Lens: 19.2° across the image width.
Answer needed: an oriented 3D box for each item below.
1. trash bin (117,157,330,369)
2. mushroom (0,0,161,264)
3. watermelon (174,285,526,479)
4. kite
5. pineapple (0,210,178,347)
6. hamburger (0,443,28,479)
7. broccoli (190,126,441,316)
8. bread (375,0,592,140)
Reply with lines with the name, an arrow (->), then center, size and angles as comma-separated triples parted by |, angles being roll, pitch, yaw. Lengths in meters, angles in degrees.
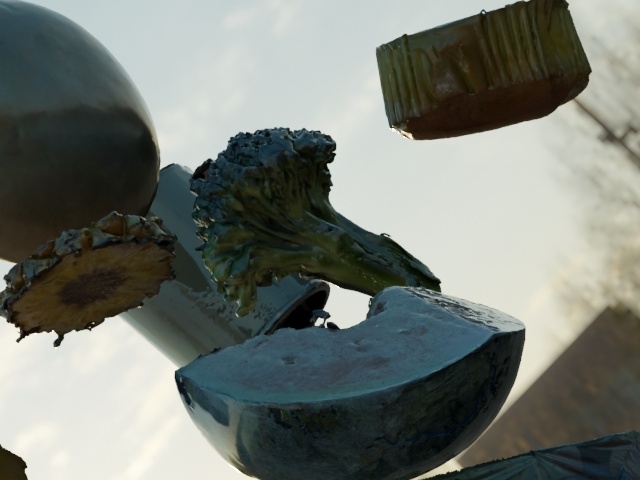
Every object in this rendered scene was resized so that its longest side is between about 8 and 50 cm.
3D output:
trash bin -> -0.151, 0.060, 2.499 | 0.277, 0.262, 0.217 | -53, -13, 5
mushroom -> -0.371, -0.107, 2.224 | 0.294, 0.362, 0.362 | -48, -12, 33
watermelon -> 0.058, 0.157, 1.648 | 0.322, 0.188, 0.175 | -20, -64, -23
kite -> 0.217, 0.274, 1.587 | 0.314, 0.335, 0.011 | -55, -11, -37
pineapple -> -0.244, 0.039, 1.961 | 0.221, 0.047, 0.221 | -22, -23, -10
hamburger -> -0.414, 0.276, 1.752 | 0.276, 0.276, 0.237 | -38, 29, -31
broccoli -> -0.015, 0.005, 1.934 | 0.198, 0.275, 0.177 | -31, -19, -39
bread -> 0.223, -0.225, 2.587 | 0.288, 0.156, 0.204 | -15, -1, 18
